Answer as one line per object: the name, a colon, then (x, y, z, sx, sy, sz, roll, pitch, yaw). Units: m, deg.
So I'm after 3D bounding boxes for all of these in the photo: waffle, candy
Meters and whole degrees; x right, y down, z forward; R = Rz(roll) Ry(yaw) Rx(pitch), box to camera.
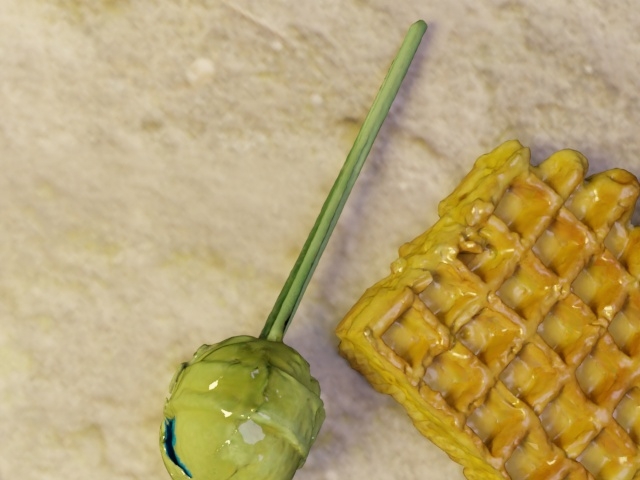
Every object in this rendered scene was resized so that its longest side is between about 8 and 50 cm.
waffle: (0.152, 0.055, 0.886, 0.229, 0.057, 0.219, 45, 69, -14)
candy: (0.000, 0.000, 0.821, 0.336, 0.092, 0.093, -66, 152, -24)
